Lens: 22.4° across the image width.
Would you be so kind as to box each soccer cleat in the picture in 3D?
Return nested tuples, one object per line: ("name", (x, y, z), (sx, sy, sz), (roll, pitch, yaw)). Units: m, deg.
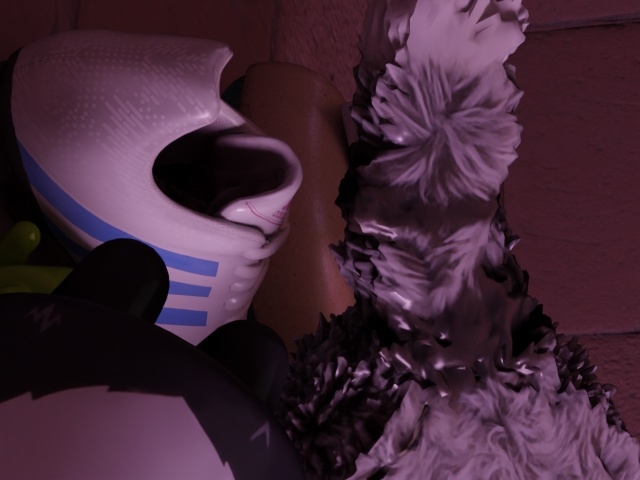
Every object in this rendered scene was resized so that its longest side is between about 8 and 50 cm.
("soccer cleat", (-0.068, 0.006, 0.894), (0.331, 0.143, 0.116), (66, 23, -57))

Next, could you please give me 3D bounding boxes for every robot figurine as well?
("robot figurine", (-0.132, 0.045, 0.765), (0.101, 0.067, 0.115), (56, 9, 9))
("robot figurine", (-0.103, 0.130, 0.559), (0.174, 0.209, 0.278), (83, 23, -44))

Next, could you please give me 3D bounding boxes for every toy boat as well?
("toy boat", (-0.012, 0.042, 1.202), (0.318, 0.148, 0.267), (60, 22, -47))

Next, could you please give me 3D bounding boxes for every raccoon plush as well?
("raccoon plush", (0.041, 0.087, 0.915), (0.299, 0.216, 0.446), (-174, -87, -67))

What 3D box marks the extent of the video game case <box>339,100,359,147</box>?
("video game case", (0.056, -0.027, 1.185), (0.157, 0.019, 0.143), (-3, 79, -74))
